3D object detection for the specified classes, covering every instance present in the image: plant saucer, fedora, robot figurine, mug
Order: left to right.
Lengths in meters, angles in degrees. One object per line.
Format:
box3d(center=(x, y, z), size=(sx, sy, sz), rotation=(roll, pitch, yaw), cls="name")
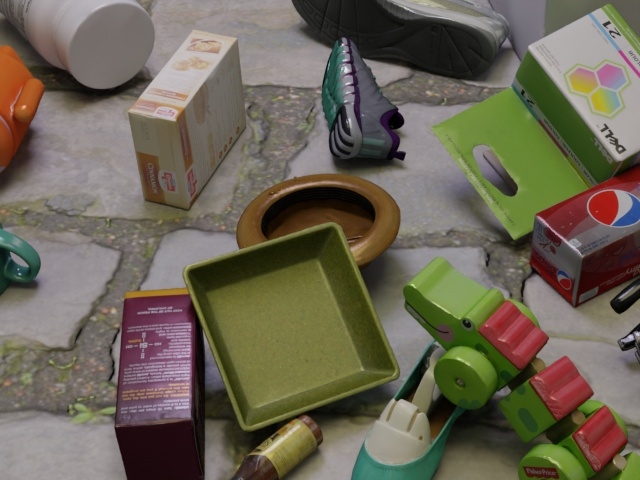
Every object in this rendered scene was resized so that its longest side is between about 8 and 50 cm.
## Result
box3d(center=(-0.423, 0.005, 1.576), size=(0.157, 0.097, 0.129), rotation=(-20, 45, -17), cls="mug")
box3d(center=(-0.445, -0.161, 1.739), size=(0.158, 0.128, 0.219), rotation=(15, 42, -3), cls="robot figurine")
box3d(center=(-0.035, 0.094, 1.430), size=(0.188, 0.045, 0.188), rotation=(-17, 76, -21), cls="plant saucer")
box3d(center=(0.000, 0.000, 1.574), size=(0.194, 0.079, 0.194), rotation=(-6, 42, 5), cls="fedora")

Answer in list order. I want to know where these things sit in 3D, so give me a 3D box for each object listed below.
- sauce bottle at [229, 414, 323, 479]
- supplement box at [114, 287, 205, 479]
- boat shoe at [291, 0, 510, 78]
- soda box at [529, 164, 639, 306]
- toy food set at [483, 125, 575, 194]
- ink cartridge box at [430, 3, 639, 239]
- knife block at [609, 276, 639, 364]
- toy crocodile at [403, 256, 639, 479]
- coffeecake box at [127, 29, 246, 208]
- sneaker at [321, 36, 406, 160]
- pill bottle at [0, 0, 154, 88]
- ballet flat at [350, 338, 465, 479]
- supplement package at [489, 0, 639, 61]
box3d(center=(-0.054, 0.227, 1.358), size=(0.042, 0.042, 0.128), rotation=(32, 51, 32), cls="sauce bottle")
box3d(center=(-0.165, 0.152, 1.399), size=(0.080, 0.104, 0.188), rotation=(-4, 43, -1), cls="supplement box")
box3d(center=(0.109, -0.325, 1.902), size=(0.320, 0.118, 0.103), rotation=(19, 41, 16), cls="boat shoe")
box3d(center=(0.377, -0.025, 1.579), size=(0.263, 0.083, 0.092), rotation=(-23, 47, -22), cls="soda box")
box3d(center=(0.329, -0.124, 1.696), size=(0.217, 0.071, 0.128), rotation=(-13, 44, -10), cls="toy food set")
box3d(center=(0.294, -0.143, 1.617), size=(0.255, 0.097, 0.189), rotation=(-28, 72, -19), cls="ink cartridge box")
box3d(center=(0.432, 0.023, 1.418), size=(0.242, 0.276, 0.088), rotation=(2, 33, -42), cls="knife block")
box3d(center=(0.217, 0.150, 1.328), size=(0.340, 0.105, 0.115), rotation=(49, 50, 9), cls="toy crocodile")
box3d(center=(-0.165, -0.155, 1.704), size=(0.068, 0.142, 0.185), rotation=(13, 45, 17), cls="coffeecake box")
box3d(center=(0.059, -0.182, 1.788), size=(0.098, 0.083, 0.224), rotation=(11, 45, -15), cls="sneaker")
box3d(center=(-0.361, -0.340, 1.902), size=(0.160, 0.160, 0.283), rotation=(-26, 48, -23), cls="pill bottle")
box3d(center=(0.098, 0.177, 1.371), size=(0.083, 0.087, 0.247), rotation=(17, 46, 26), cls="ballet flat")
box3d(center=(0.350, -0.369, 1.883), size=(0.175, 0.178, 0.293), rotation=(-8, 43, -7), cls="supplement package")
